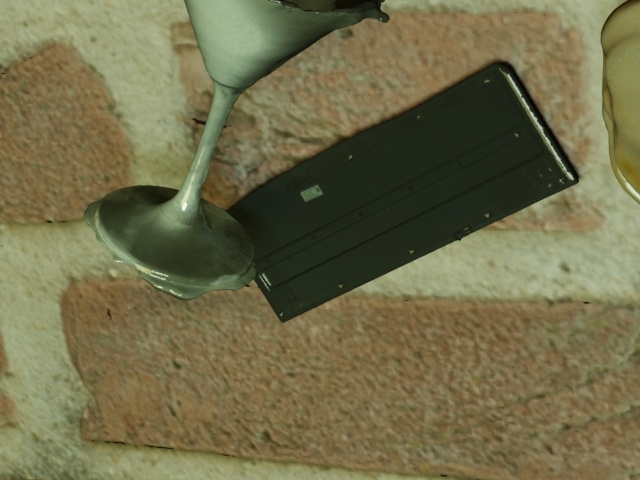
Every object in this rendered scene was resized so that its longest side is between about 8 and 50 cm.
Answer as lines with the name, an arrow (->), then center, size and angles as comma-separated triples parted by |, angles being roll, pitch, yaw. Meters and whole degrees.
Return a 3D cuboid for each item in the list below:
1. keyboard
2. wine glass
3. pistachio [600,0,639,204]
keyboard -> 0.005, -0.005, 1.231 | 0.381, 0.041, 0.103 | -27, 98, 33
wine glass -> -0.063, -0.088, 1.136 | 0.156, 0.156, 0.232 | 31, 121, 15
pistachio -> 0.246, -0.060, 0.982 | 0.215, 0.144, 0.144 | 31, 128, 2
